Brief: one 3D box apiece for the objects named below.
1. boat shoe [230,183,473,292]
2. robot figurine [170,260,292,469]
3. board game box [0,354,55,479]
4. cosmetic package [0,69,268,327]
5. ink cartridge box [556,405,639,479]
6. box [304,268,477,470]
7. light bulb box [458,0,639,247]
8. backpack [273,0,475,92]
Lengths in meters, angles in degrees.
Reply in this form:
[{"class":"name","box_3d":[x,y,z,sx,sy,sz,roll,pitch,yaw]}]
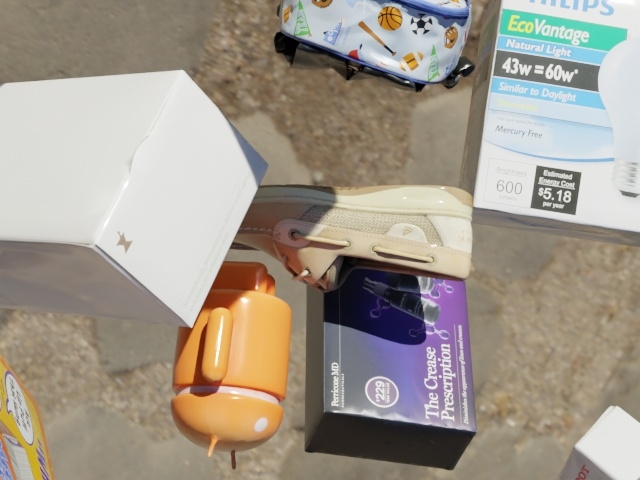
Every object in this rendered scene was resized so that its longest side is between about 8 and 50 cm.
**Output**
[{"class":"boat shoe","box_3d":[0.000,0.000,1.475,0.121,0.341,0.110,29,61,-71]},{"class":"robot figurine","box_3d":[-0.096,0.135,1.429,0.128,0.158,0.219,14,70,-26]},{"class":"board game box","box_3d":[-0.385,0.221,0.862,0.356,0.356,0.356,-23,139,-2]},{"class":"cosmetic package","box_3d":[-0.258,-0.042,1.291,0.155,0.365,0.197,48,58,-42]},{"class":"ink cartridge box","box_3d":[0.252,0.216,1.003,0.063,0.150,0.109,-34,151,-35]},{"class":"box","box_3d":[0.079,0.128,1.568,0.184,0.261,0.103,7,141,-9]},{"class":"light bulb box","box_3d":[0.414,-0.189,2.027,0.358,0.225,0.361,8,86,-2]},{"class":"backpack","box_3d":[0.074,-0.290,1.622,0.276,0.263,0.213,14,113,2]}]
